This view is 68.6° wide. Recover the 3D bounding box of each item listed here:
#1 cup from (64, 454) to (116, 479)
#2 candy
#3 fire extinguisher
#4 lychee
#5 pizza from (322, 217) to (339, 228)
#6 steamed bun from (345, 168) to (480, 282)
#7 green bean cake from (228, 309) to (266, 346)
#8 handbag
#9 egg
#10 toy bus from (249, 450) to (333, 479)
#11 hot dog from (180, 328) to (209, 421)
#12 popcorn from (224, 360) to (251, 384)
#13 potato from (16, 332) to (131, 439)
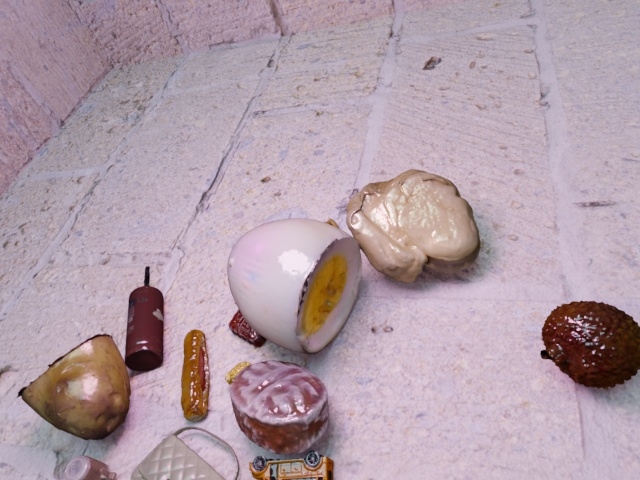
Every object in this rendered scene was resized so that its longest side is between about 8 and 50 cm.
[{"bbox_3d":[-0.610,0.623,1.242,0.102,0.099,0.074,14,58,31],"label":"cup"},{"bbox_3d":[-0.102,0.406,1.163,0.214,0.157,0.289,-15,18,-33],"label":"candy"},{"bbox_3d":[-0.571,0.247,1.535,0.114,0.135,0.337,4,41,-22],"label":"fire extinguisher"},{"bbox_3d":[0.598,0.232,1.048,0.238,0.200,0.200,-14,45,-10],"label":"lychee"},{"bbox_3d":[0.000,0.000,1.583,0.134,0.046,0.175,-11,48,13],"label":"pizza"},{"bbox_3d":[0.264,-0.035,1.378,0.372,0.230,0.324,-11,71,-1],"label":"steamed bun"},{"bbox_3d":[-0.201,0.244,1.442,0.136,0.056,0.135,20,59,34],"label":"green bean cake"},{"bbox_3d":[-0.333,0.586,1.185,0.256,0.079,0.219,22,58,33],"label":"handbag"},{"bbox_3d":[-0.102,0.100,1.313,0.340,0.354,0.354,19,60,28],"label":"egg"},{"bbox_3d":[-0.069,0.551,1.102,0.194,0.083,0.088,-10,57,11],"label":"toy bus"},{"bbox_3d":[-0.372,0.386,1.380,0.083,0.068,0.289,-25,47,9],"label":"hot dog"},{"bbox_3d":[-0.219,0.386,1.322,0.084,0.084,0.084,-11,48,12],"label":"popcorn"},{"bbox_3d":[-0.653,0.449,1.332,0.301,0.289,0.237,-41,81,-4],"label":"potato"}]
